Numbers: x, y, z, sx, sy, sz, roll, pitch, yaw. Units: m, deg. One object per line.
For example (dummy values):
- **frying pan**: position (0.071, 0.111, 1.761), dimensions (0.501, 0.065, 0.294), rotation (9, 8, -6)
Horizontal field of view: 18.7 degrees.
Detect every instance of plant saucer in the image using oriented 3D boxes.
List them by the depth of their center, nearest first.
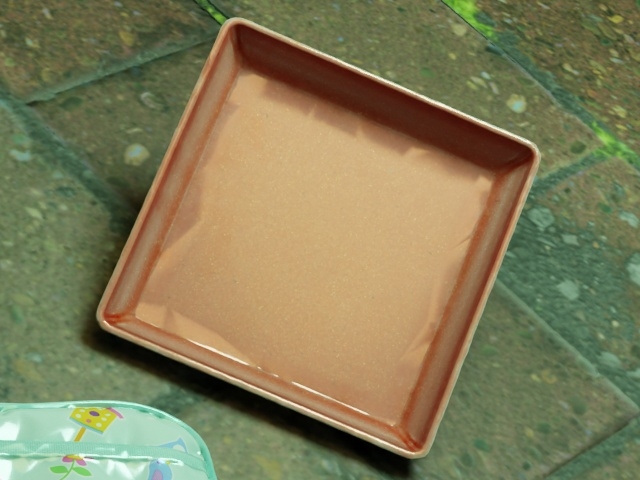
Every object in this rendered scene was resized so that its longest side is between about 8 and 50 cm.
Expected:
- **plant saucer**: position (0.000, 0.000, 1.434), dimensions (0.259, 0.048, 0.258), rotation (23, 75, -1)

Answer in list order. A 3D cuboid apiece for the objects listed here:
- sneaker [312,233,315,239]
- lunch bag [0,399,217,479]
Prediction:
- **sneaker**: position (-0.017, 0.003, 1.491), dimensions (0.158, 0.065, 0.061), rotation (23, 39, -2)
- **lunch bag**: position (-0.191, 0.191, 1.159), dimensions (0.279, 0.108, 0.224), rotation (6, 43, -21)
